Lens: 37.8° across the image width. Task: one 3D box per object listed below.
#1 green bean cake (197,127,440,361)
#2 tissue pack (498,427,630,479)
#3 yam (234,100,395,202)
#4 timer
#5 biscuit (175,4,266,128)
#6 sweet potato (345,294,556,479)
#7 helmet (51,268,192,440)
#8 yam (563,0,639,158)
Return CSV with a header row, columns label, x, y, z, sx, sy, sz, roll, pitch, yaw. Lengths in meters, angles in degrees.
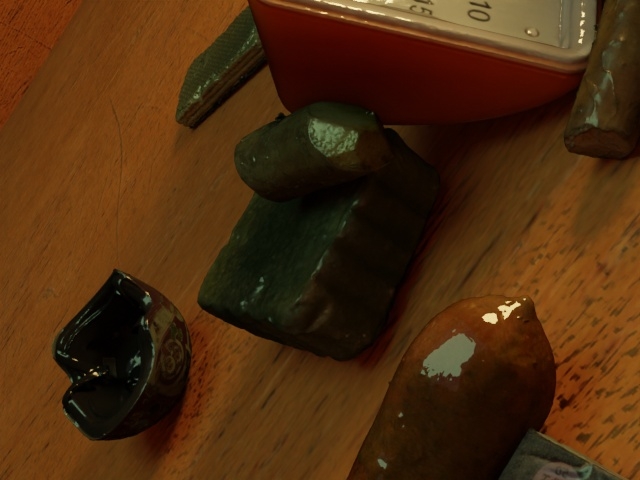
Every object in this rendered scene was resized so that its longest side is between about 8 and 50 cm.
label,x,y,z,sx,sy,sz,roll,pitch,yaw
green bean cake,0.000,0.000,0.788,0.183,0.094,0.184,2,64,58
tissue pack,0.115,0.186,0.470,0.156,0.051,0.112,-61,29,-4
yam,-0.008,-0.071,0.720,0.146,0.070,0.069,-17,50,50
timer,0.094,-0.217,0.741,0.250,0.161,0.257,4,56,12
biscuit,-0.131,-0.250,1.301,0.199,0.041,0.121,-35,35,40
sweet potato,0.057,0.163,0.556,0.097,0.097,0.291,26,96,62
helmet,-0.192,0.126,0.979,0.153,0.107,0.176,-43,51,23
yam,0.222,-0.165,0.633,0.057,0.057,0.241,1,67,59
